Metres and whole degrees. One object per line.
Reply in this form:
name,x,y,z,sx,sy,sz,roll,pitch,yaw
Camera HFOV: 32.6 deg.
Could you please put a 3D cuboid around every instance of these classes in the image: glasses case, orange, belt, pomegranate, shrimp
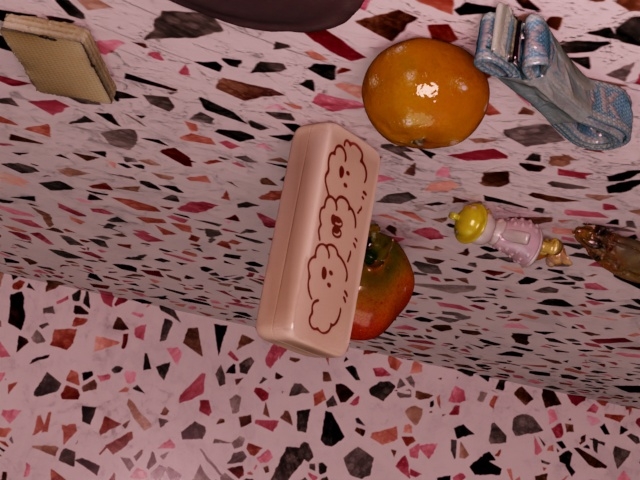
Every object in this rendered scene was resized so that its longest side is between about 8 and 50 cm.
glasses case,0.000,0.000,1.638,0.076,0.336,0.144,-2,161,39
orange,0.127,-0.174,1.330,0.156,0.124,0.156,13,164,4
belt,0.281,-0.186,1.286,0.087,0.072,0.302,3,165,40
pomegranate,0.075,0.070,2.108,0.221,0.220,0.256,12,138,-6
shrimp,0.521,0.026,1.909,0.267,0.061,0.145,20,172,-37

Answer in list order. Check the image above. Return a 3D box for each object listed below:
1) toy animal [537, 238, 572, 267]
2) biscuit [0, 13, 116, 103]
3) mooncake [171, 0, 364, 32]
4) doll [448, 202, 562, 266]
toy animal,0.407,0.030,1.977,0.083,0.081,0.060,35,156,-11
biscuit,-0.363,-0.254,1.538,0.121,0.040,0.199,12,163,4
mooncake,-0.060,-0.286,1.033,0.245,0.133,0.245,10,164,3
doll,0.311,-0.010,1.876,0.207,0.081,0.129,19,176,-16
